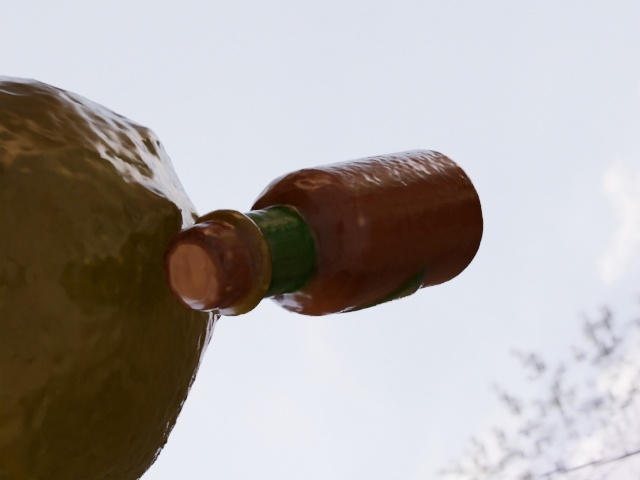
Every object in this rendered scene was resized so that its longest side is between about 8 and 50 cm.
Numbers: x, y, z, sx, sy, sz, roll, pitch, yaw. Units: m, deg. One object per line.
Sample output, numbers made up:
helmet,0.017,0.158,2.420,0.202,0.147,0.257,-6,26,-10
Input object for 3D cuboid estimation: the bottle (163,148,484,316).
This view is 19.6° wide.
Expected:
bottle,0.000,0.000,0.815,0.187,0.069,0.069,-11,-102,-54

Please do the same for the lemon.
lemon,-0.164,0.033,0.878,0.233,0.288,0.233,0,-90,10
